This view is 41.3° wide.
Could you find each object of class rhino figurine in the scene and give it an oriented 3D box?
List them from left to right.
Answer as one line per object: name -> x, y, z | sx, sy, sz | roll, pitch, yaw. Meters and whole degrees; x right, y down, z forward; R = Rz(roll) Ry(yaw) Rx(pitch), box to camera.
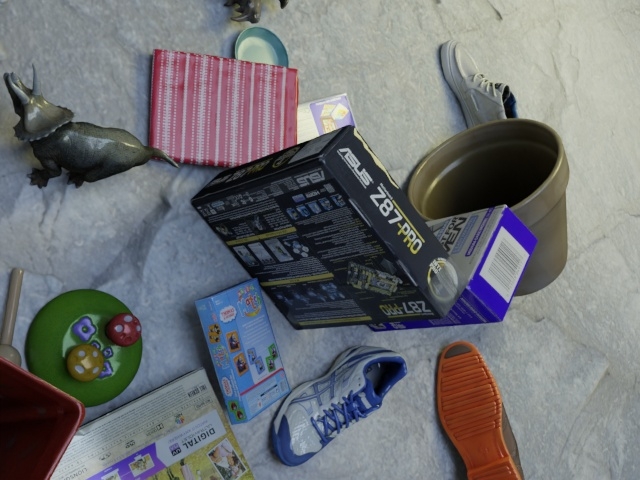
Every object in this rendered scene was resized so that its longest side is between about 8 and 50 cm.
rhino figurine -> -0.101, -0.482, 1.583 | 0.106, 0.073, 0.243 | 37, 61, -4

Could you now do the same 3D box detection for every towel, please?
towel -> -0.164, -0.224, 1.492 | 0.275, 0.031, 0.199 | 4, 81, -23

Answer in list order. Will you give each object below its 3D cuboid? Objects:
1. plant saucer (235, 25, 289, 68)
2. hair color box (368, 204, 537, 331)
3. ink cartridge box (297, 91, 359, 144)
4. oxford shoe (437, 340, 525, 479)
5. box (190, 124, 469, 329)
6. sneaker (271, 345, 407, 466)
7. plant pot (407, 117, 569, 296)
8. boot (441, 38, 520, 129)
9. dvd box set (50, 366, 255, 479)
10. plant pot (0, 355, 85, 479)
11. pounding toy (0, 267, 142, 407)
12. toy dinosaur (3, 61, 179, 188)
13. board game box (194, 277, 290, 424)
plant saucer -> -0.113, -0.339, 1.583 | 0.119, 0.021, 0.119 | 7, 77, -35
hair color box -> 0.210, 0.058, 1.555 | 0.110, 0.339, 0.185 | 43, 60, -21
ink cartridge box -> -0.005, -0.162, 1.618 | 0.206, 0.045, 0.208 | -21, 93, -36
oxford shoe -> 0.332, 0.385, 1.753 | 0.133, 0.130, 0.363 | 8, 67, -69
box -> 0.000, 0.000, 1.375 | 0.318, 0.395, 0.097 | 53, 57, -17
sneaker -> 0.036, 0.286, 1.520 | 0.296, 0.131, 0.112 | -43, 110, -32
plant pot -> 0.378, -0.043, 1.747 | 0.323, 0.323, 0.280 | -53, 129, -30
boot -> 0.365, -0.336, 1.873 | 0.095, 0.123, 0.258 | -31, 101, -36
dvd box set -> -0.225, 0.446, 1.300 | 0.307, 0.062, 0.420 | -24, 87, -37
plant pot -> -0.504, 0.262, 1.056 | 0.267, 0.236, 0.267 | 38, 62, -25
pounding toy -> -0.357, 0.150, 1.263 | 0.237, 0.110, 0.183 | 24, 68, -32
toy dinosaur -> -0.350, -0.135, 1.286 | 0.313, 0.160, 0.121 | 23, 69, -31
board game box -> -0.128, 0.182, 1.433 | 0.160, 0.039, 0.211 | -21, 96, -64
